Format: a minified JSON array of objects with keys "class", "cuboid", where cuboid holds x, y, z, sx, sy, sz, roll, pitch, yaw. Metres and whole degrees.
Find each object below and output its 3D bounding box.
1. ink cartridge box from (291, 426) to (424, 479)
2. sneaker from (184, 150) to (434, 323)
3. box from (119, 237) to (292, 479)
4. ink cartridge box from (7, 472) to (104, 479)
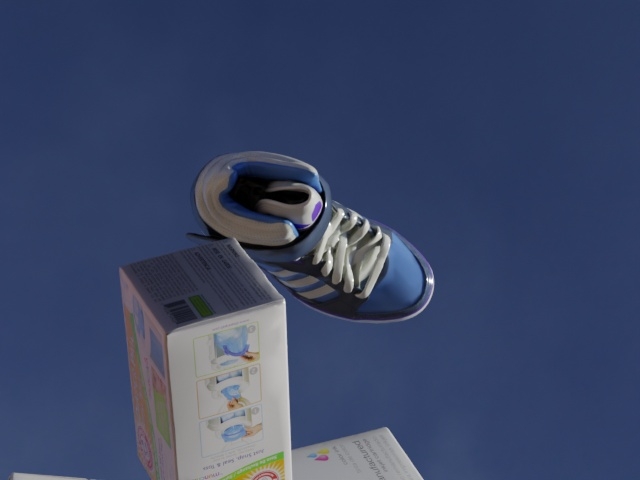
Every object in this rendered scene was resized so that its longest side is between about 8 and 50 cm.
[{"class":"ink cartridge box","cuboid":[-0.015,0.350,1.801,0.226,0.306,0.131,54,-39,38]},{"class":"sneaker","cuboid":[0.000,-0.001,1.894,0.322,0.130,0.236,25,-9,-5]},{"class":"box","cuboid":[-0.093,0.119,1.344,0.114,0.103,0.203,-132,-146,-52]},{"class":"ink cartridge box","cuboid":[-0.292,0.373,1.996,0.086,0.203,0.148,128,-36,-52]}]
